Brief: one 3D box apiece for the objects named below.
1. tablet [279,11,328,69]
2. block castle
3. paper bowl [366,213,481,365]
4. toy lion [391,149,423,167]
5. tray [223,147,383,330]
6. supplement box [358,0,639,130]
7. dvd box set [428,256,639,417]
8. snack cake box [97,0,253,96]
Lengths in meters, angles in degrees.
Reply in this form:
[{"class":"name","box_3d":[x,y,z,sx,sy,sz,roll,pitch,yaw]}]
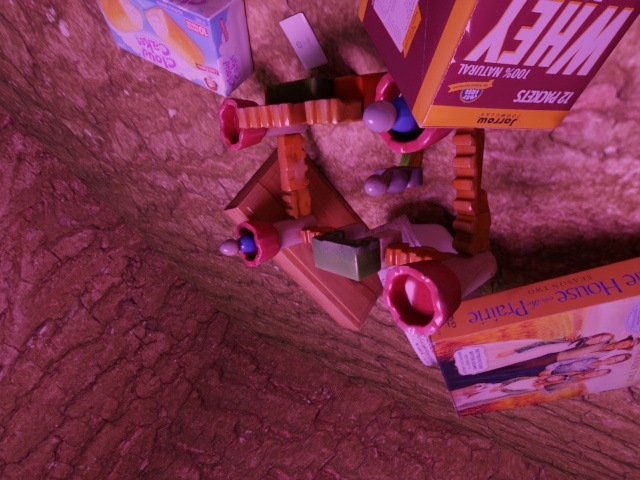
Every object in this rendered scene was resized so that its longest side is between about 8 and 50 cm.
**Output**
[{"class":"tablet","box_3d":[-0.026,-0.312,0.647,0.054,0.006,0.083,7,143,44]},{"class":"block castle","box_3d":[0.011,-0.077,0.602,0.453,0.212,0.304,15,116,49]},{"class":"paper bowl","box_3d":[0.210,0.083,0.798,0.147,0.284,0.284,-25,130,10]},{"class":"toy lion","box_3d":[0.149,-0.134,0.673,0.034,0.096,0.100,22,112,23]},{"class":"tray","box_3d":[0.000,0.000,0.930,0.411,0.203,0.076,48,153,-26]},{"class":"supplement box","box_3d":[0.134,-0.221,0.315,0.128,0.194,0.191,-3,142,-15]},{"class":"dvd box set","box_3d":[0.396,0.160,0.637,0.419,0.062,0.308,-17,135,13]},{"class":"snack cake box","box_3d":[-0.254,-0.377,0.708,0.264,0.089,0.152,28,153,13]}]
